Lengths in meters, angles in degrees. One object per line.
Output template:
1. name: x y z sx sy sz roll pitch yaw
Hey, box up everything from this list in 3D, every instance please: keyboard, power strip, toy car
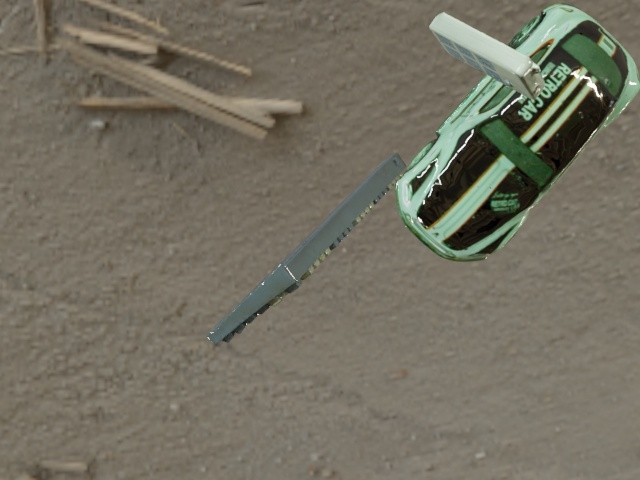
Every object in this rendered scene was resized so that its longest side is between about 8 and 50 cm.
1. keyboard: -0.001 -0.001 0.531 0.055 0.176 0.014 -40 92 28
2. power strip: 0.112 -0.125 0.722 0.016 0.090 0.040 -53 147 1
3. toy car: 0.213 -0.113 1.125 0.136 0.125 0.306 42 85 -7
